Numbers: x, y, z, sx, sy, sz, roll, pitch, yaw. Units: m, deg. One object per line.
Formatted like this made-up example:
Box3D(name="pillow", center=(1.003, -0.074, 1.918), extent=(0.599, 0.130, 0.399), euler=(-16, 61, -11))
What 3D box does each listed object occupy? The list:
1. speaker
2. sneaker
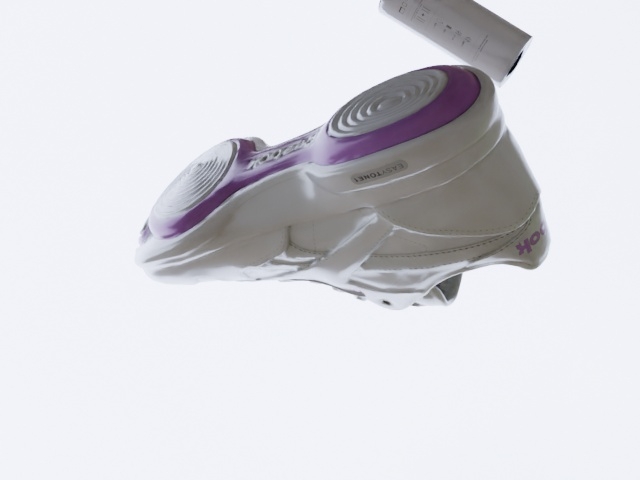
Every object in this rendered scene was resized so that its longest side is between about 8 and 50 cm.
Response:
Box3D(name="speaker", center=(0.123, -0.196, 0.920), extent=(0.136, 0.055, 0.055), euler=(34, -108, 9))
Box3D(name="sneaker", center=(0.000, 0.000, 0.641), extent=(0.152, 0.305, 0.114), euler=(52, -133, -26))
